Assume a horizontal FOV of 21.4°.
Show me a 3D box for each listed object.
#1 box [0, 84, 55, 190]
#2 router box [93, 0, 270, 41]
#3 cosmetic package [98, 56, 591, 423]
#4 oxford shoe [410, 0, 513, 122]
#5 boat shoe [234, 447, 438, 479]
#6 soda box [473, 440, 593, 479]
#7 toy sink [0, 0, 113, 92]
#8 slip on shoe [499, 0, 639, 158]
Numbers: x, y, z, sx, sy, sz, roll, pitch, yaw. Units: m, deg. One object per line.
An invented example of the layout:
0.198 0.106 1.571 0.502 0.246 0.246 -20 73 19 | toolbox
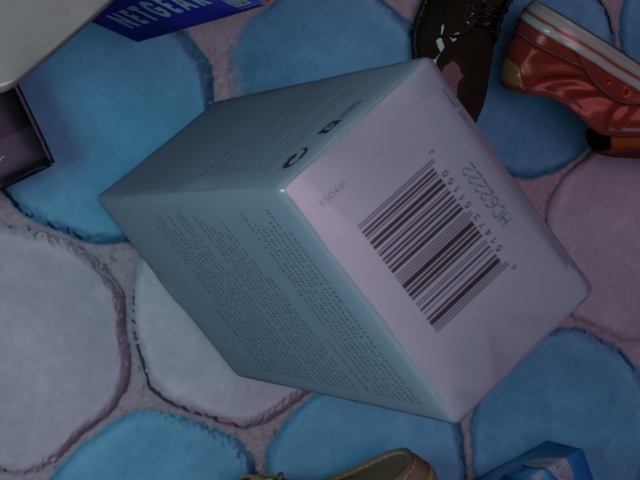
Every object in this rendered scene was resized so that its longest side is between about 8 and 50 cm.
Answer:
-0.368 -0.098 1.477 0.220 0.051 0.175 -27 100 -22 | box
-0.090 -0.335 1.445 0.082 0.335 0.301 22 83 -22 | router box
0.000 0.000 1.421 0.161 0.453 0.230 -42 106 -18 | cosmetic package
0.145 -0.220 1.680 0.082 0.096 0.227 2 91 -26 | oxford shoe
-0.044 0.275 1.586 0.341 0.121 0.110 -29 102 -20 | boat shoe
0.175 0.279 1.710 0.210 0.071 0.067 -25 101 -21 | soda box
-0.298 -0.221 1.410 0.234 0.131 0.153 42 68 4 | toy sink
0.323 -0.129 1.759 0.331 0.123 0.101 29 102 -22 | slip on shoe
